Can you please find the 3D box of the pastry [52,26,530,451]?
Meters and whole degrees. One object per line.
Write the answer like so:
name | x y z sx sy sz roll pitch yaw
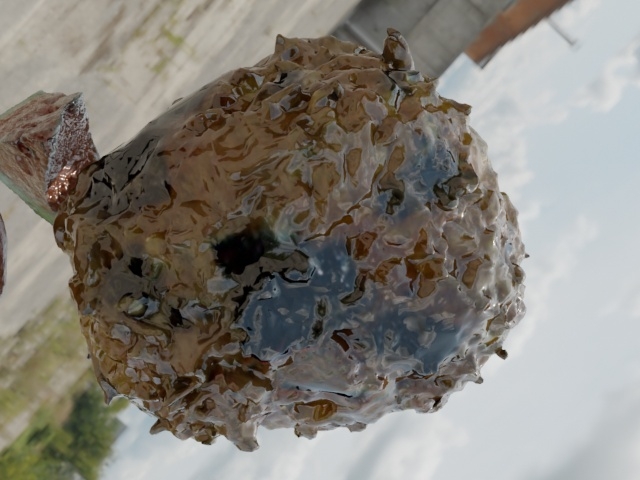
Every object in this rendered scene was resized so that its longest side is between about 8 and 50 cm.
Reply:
pastry | -0.020 0.001 0.875 0.292 0.405 0.337 -99 -176 -57

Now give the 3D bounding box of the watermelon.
watermelon | -0.257 -0.100 0.946 0.098 0.121 0.158 -56 169 -22

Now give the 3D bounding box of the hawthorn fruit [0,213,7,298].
hawthorn fruit | -0.309 0.011 0.833 0.128 0.128 0.128 -48 -176 5
